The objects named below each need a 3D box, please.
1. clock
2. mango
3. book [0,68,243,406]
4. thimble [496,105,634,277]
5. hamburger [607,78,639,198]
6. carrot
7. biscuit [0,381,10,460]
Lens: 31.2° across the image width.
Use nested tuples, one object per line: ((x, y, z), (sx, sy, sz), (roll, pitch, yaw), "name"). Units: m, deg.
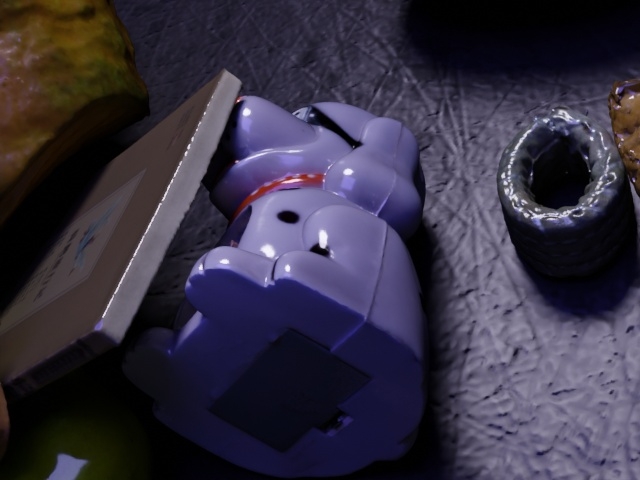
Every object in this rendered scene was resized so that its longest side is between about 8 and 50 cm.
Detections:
((-0.003, 0.001, 0.743), (0.189, 0.189, 0.254), (-5, 45, 20), "clock")
((-0.174, 0.145, 0.748), (0.117, 0.089, 0.163), (-51, 39, -11), "mango")
((-0.180, 0.027, 0.769), (0.310, 0.021, 0.217), (-29, 31, 43), "book")
((0.163, -0.034, 0.757), (0.084, 0.062, 0.110), (0, 53, 23), "thimble")
((0.308, -0.035, 0.668), (0.262, 0.124, 0.130), (-2, 70, 28), "hamburger")
((-0.260, -0.127, 0.885), (0.242, 0.241, 0.340), (-17, 85, 10), "carrot")
((-0.273, 0.028, 0.724), (0.202, 0.044, 0.288), (-42, 63, 40), "biscuit")
